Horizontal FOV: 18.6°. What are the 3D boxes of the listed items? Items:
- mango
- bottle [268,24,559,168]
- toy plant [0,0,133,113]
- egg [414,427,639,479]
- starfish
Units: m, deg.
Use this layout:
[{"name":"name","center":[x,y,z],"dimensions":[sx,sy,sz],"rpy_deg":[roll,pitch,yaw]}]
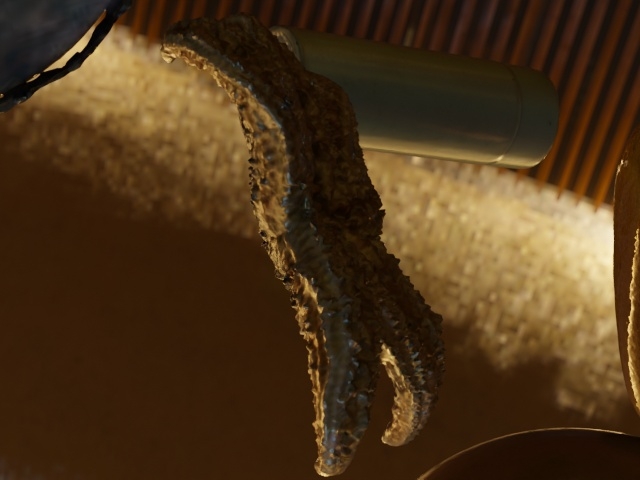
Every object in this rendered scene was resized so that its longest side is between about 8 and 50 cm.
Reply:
[{"name":"mango","center":[0.285,0.021,1.482],"dimensions":[0.130,0.262,0.167],"rpy_deg":[4,-171,5]},{"name":"bottle","center":[0.055,-0.090,1.261],"dimensions":[0.201,0.072,0.072],"rpy_deg":[6,-142,-31]},{"name":"toy plant","center":[-0.239,-0.215,0.966],"dimensions":[0.247,0.247,0.332],"rpy_deg":[-8,-155,-26]},{"name":"egg","center":[0.161,0.264,1.158],"dimensions":[0.301,0.301,0.374],"rpy_deg":[-6,-172,-24]},{"name":"starfish","center":[0.002,0.000,0.896],"dimensions":[0.216,0.071,0.238],"rpy_deg":[45,-148,-39]}]
